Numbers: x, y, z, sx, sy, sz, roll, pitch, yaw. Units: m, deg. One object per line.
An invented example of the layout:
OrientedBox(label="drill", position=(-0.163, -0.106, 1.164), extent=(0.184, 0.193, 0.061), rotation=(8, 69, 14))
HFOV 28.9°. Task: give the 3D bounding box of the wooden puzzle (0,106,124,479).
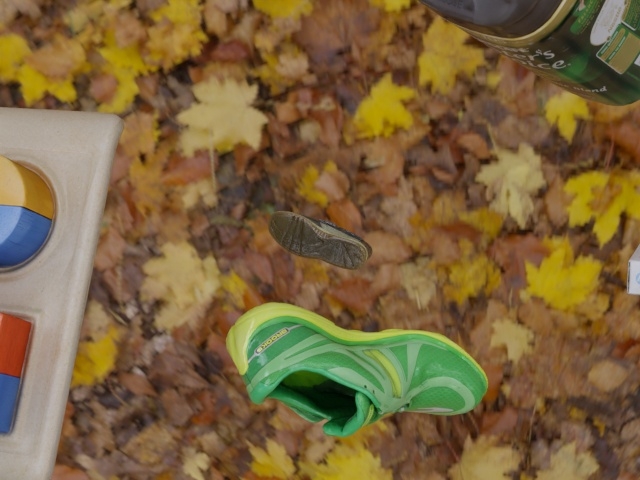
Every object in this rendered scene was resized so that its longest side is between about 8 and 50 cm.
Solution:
OrientedBox(label="wooden puzzle", position=(-0.352, 0.033, 1.060), extent=(0.322, 0.080, 0.347), rotation=(5, 74, 21))

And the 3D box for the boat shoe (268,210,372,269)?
OrientedBox(label="boat shoe", position=(0.000, 0.000, 1.705), extent=(0.152, 0.049, 0.056), rotation=(25, 107, 20))

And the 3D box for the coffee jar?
OrientedBox(label="coffee jar", position=(0.125, -0.137, 0.695), extent=(0.096, 0.184, 0.079), rotation=(31, 99, 36))

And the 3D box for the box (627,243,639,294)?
OrientedBox(label="box", position=(0.409, 0.029, 1.237), extent=(0.186, 0.145, 0.038), rotation=(2, 100, 20))

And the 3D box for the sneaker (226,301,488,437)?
OrientedBox(label="sneaker", position=(0.040, 0.152, 1.274), extent=(0.296, 0.109, 0.123), rotation=(12, 46, -26))
